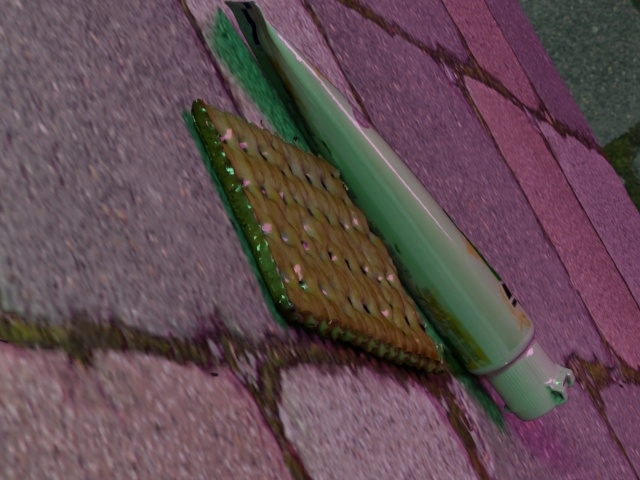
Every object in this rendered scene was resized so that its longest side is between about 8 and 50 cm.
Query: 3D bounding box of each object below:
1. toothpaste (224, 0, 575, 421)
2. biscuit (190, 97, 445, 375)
[{"bbox_3d":[0.045,-0.018,1.094,0.314,0.058,0.056,53,39,-16],"label":"toothpaste"},{"bbox_3d":[0.001,-0.001,0.982,0.203,0.016,0.144,22,40,-63],"label":"biscuit"}]
